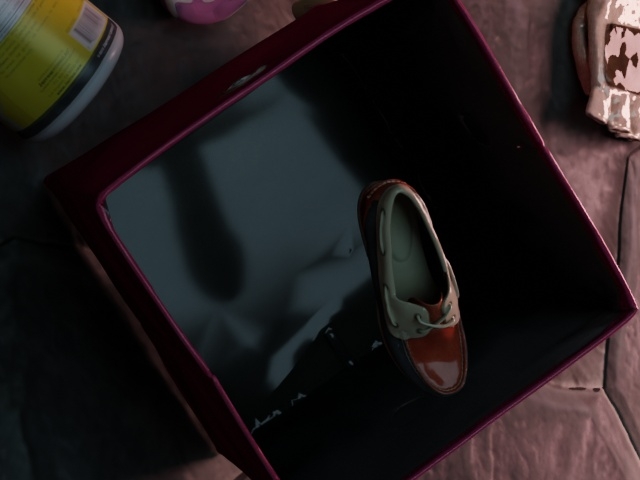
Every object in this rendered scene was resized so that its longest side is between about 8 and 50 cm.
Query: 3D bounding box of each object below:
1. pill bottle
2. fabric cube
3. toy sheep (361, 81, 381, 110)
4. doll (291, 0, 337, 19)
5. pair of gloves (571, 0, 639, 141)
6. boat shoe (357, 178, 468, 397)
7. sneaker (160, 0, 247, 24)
[{"bbox_3d":[-0.229,-0.156,1.052,0.184,0.103,0.103,39,65,-22],"label":"pill bottle"},{"bbox_3d":[0.000,0.000,1.050,0.254,0.258,0.259,-34,103,-10],"label":"fabric cube"},{"bbox_3d":[0.029,-0.115,1.226,0.132,0.091,0.091,42,64,-30],"label":"toy sheep"},{"bbox_3d":[0.017,-0.248,1.240,0.129,0.046,0.189,62,36,-41],"label":"doll"},{"bbox_3d":[0.332,-0.172,1.453,0.240,0.042,0.204,16,75,-31],"label":"pair of gloves"},{"bbox_3d":[0.057,0.030,0.913,0.049,0.043,0.137,-21,101,-16],"label":"boat shoe"},{"bbox_3d":[-0.090,-0.281,1.170,0.095,0.104,0.236,-7,110,-37],"label":"sneaker"}]
